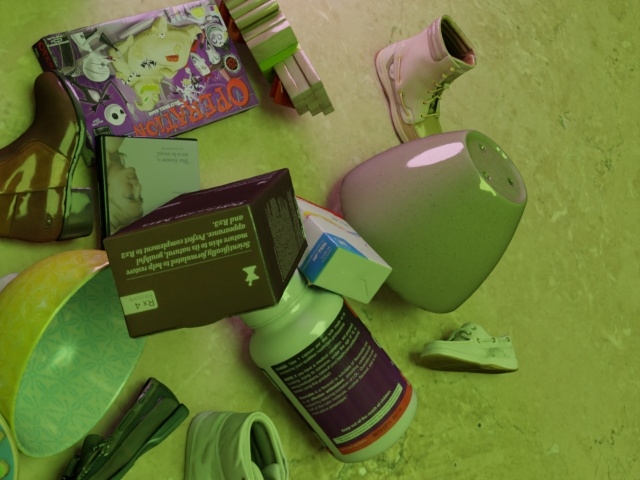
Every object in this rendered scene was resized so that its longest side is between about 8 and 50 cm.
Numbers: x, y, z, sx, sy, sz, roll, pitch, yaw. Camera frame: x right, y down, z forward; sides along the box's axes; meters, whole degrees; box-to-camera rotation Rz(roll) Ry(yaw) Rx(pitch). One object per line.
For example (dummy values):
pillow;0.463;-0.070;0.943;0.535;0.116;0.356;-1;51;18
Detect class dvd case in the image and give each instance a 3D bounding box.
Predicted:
dvd case;-0.262;-0.037;1.412;0.180;0.022;0.253;-3;89;-44

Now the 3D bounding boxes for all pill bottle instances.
pill bottle;0.007;0.200;1.495;0.323;0.181;0.181;53;51;-16

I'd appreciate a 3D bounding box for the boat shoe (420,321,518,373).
boat shoe;0.291;0.210;1.791;0.277;0.098;0.096;14;68;-46

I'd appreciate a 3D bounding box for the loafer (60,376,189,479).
loafer;-0.301;0.295;1.282;0.084;0.096;0.267;54;42;-2

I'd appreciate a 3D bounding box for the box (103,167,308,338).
box;-0.140;0.004;1.248;0.381;0.191;0.143;-72;148;-77

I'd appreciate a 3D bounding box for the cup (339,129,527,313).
cup;0.235;-0.067;1.655;0.331;0.237;0.331;32;36;-27

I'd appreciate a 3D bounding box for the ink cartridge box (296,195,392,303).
ink cartridge box;0.000;0.000;1.516;0.134;0.231;0.078;23;107;-41

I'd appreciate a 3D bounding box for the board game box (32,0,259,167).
board game box;-0.274;-0.269;1.486;0.347;0.056;0.208;-28;101;-41

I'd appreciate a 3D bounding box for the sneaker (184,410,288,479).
sneaker;-0.129;0.397;1.337;0.108;0.169;0.292;9;73;-40

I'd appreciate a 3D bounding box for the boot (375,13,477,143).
boot;0.234;-0.299;1.809;0.095;0.203;0.262;-20;89;-41

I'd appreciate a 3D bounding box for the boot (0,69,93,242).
boot;-0.476;-0.118;1.270;0.280;0.096;0.264;-3;87;-33

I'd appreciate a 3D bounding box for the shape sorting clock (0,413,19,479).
shape sorting clock;-0.462;0.258;1.091;0.206;0.206;0.040;59;20;-10

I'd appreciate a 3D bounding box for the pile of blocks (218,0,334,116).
pile of blocks;-0.110;-0.368;1.629;0.112;0.149;0.362;-29;87;2

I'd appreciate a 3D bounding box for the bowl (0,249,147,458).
bowl;-0.367;0.126;1.202;0.156;0.289;0.289;23;53;17
